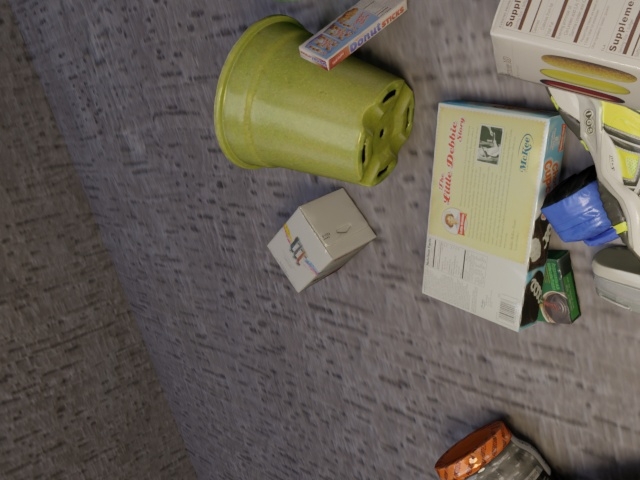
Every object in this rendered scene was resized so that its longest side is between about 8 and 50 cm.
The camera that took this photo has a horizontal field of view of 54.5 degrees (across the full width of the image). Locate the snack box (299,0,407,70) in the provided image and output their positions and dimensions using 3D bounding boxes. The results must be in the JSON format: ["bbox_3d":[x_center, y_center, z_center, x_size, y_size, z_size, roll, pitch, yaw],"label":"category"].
[{"bbox_3d":[0.052,-0.330,0.964,0.064,0.178,0.022,37,159,31],"label":"snack box"}]

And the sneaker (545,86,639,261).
[{"bbox_3d":[0.398,-0.105,0.703,0.384,0.145,0.147,59,144,3],"label":"sneaker"}]

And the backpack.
[{"bbox_3d":[0.358,-0.045,0.808,0.101,0.120,0.098,58,143,8],"label":"backpack"}]

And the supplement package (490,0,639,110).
[{"bbox_3d":[0.306,-0.211,0.599,0.244,0.139,0.133,21,94,19],"label":"supplement package"}]

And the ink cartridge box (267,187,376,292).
[{"bbox_3d":[0.000,0.000,1.277,0.127,0.128,0.176,57,143,9],"label":"ink cartridge box"}]

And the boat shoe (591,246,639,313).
[{"bbox_3d":[0.463,0.076,0.803,0.228,0.079,0.081,25,139,47],"label":"boat shoe"}]

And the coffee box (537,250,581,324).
[{"bbox_3d":[0.317,0.071,1.001,0.184,0.040,0.113,3,113,51],"label":"coffee box"}]

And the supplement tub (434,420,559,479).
[{"bbox_3d":[0.354,0.495,1.095,0.315,0.194,0.193,56,144,10],"label":"supplement tub"}]

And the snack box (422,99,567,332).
[{"bbox_3d":[0.255,-0.042,0.946,0.187,0.060,0.321,22,118,44],"label":"snack box"}]

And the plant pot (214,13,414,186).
[{"bbox_3d":[0.008,-0.214,1.051,0.254,0.276,0.275,24,130,26],"label":"plant pot"}]
